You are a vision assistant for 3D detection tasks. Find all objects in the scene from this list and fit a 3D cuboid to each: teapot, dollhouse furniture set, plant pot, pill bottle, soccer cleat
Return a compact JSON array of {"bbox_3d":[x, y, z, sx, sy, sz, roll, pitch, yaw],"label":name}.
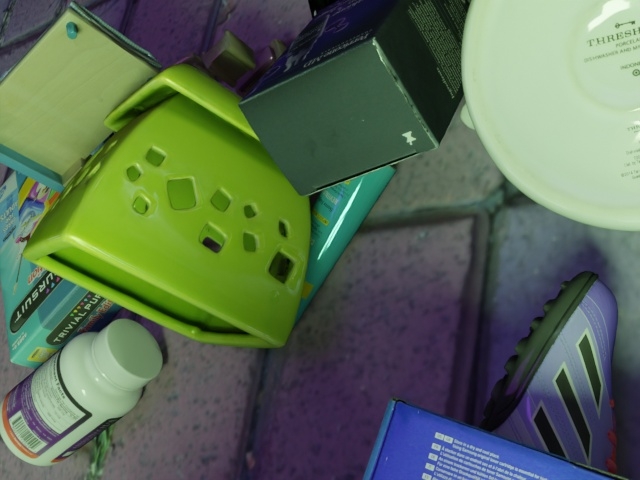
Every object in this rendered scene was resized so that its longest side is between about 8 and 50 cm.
[{"bbox_3d":[0.237,-0.132,0.559,0.256,0.187,0.253,35,116,21],"label":"teapot"},{"bbox_3d":[-0.228,-0.210,0.931,0.286,0.303,0.198,-40,45,21],"label":"dollhouse furniture set"},{"bbox_3d":[-0.134,-0.032,0.795,0.228,0.227,0.207,-11,54,59],"label":"plant pot"},{"bbox_3d":[-0.277,0.174,0.931,0.193,0.108,0.108,-37,48,24],"label":"pill bottle"},{"bbox_3d":[0.155,0.178,0.543,0.116,0.108,0.318,21,80,23],"label":"soccer cleat"}]

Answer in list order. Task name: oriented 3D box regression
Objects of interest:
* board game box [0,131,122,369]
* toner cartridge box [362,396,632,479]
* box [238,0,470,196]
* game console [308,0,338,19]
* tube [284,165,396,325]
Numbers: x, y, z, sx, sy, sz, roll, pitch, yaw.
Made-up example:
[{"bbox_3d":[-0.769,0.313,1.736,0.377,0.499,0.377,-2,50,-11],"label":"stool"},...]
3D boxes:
[{"bbox_3d":[-0.349,-0.025,1.121,0.254,0.079,0.336,-45,45,17],"label":"board game box"},{"bbox_3d":[0.178,0.219,0.420,0.347,0.075,0.165,16,79,25],"label":"toner cartridge box"},{"bbox_3d":[0.047,-0.156,0.733,0.153,0.108,0.207,-18,28,36],"label":"box"},{"bbox_3d":[0.041,-0.285,0.935,0.107,0.071,0.122,118,148,-47],"label":"game console"},{"bbox_3d":[0.000,0.000,0.807,0.207,0.052,0.080,-58,30,11],"label":"tube"}]
